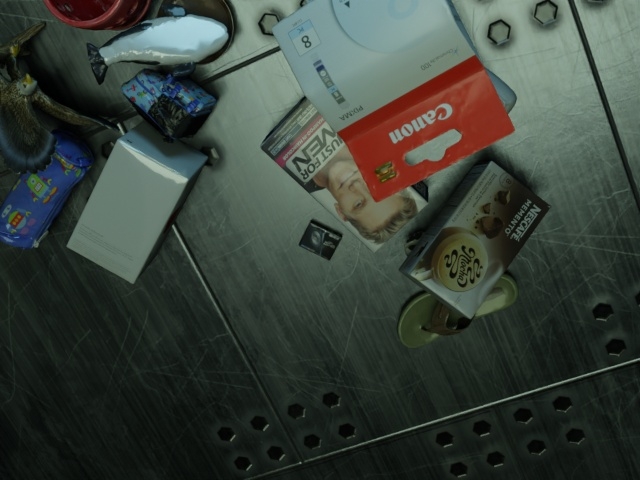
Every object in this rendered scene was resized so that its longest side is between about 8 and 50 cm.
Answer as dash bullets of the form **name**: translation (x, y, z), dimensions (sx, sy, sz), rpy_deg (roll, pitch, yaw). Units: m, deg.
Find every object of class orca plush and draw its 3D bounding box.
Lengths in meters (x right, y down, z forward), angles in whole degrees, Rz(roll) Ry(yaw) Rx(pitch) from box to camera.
- **orca plush**: translation (-0.334, -0.391, 1.689), dimensions (0.287, 0.102, 0.151), rpy_deg (-30, 92, -12)

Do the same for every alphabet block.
- **alphabet block**: translation (0.146, -0.297, 1.627), dimensions (0.193, 0.197, 0.192), rpy_deg (-44, 85, 22)

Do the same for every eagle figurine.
- **eagle figurine**: translation (-0.614, -0.290, 1.735), dimensions (0.226, 0.225, 0.298), rpy_deg (-35, 97, 8)

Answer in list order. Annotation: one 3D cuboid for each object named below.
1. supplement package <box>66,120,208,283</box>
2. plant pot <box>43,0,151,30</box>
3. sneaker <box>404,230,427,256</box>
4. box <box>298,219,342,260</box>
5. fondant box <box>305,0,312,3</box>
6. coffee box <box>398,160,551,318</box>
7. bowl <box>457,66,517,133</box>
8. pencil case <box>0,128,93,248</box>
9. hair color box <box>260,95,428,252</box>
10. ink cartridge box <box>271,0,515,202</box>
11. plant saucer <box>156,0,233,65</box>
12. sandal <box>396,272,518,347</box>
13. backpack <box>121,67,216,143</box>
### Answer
- **supplement package**: translation (-0.408, -0.088, 1.816), dimensions (0.175, 0.177, 0.293), rpy_deg (30, 113, -5)
- **plant pot**: translation (-0.441, -0.518, 1.636), dimensions (0.191, 0.174, 0.191), rpy_deg (2, 99, 14)
- **sneaker**: translation (0.274, 0.005, 1.839), dimensions (0.170, 0.068, 0.071), rpy_deg (-13, 142, 6)
- **box**: translation (0.000, 0.000, 1.885), dimensions (0.083, 0.018, 0.067), rpy_deg (27, 113, -4)
- **fondant box**: translation (0.062, -0.577, 1.543), dimensions (0.238, 0.096, 0.330), rpy_deg (-16, 98, 25)
- **coffee box**: translation (0.327, -0.004, 1.731), dimensions (0.168, 0.119, 0.297), rpy_deg (37, 88, -7)
- **bowl**: translation (0.328, -0.286, 1.710), dimensions (0.142, 0.053, 0.142), rpy_deg (37, 113, -7)
- **pencil case**: translation (-0.642, -0.108, 1.869), dimensions (0.133, 0.119, 0.306), rpy_deg (44, 112, 8)
- **hair color box**: translation (0.056, -0.157, 1.768), dimensions (0.347, 0.105, 0.174), rpy_deg (42, 111, -11)
- **ink cartridge box**: translation (0.129, -0.297, 1.478), dimensions (0.308, 0.091, 0.385), rpy_deg (-27, 90, 23)
- **plant saucer**: translation (-0.266, -0.461, 1.728), dimensions (0.168, 0.029, 0.168), rpy_deg (2, 112, 6)
- **sandal**: translation (0.311, 0.161, 1.873), dimensions (0.303, 0.086, 0.120), rpy_deg (-27, 106, 17)
- **backpack**: translation (-0.330, -0.306, 1.736), dimensions (0.173, 0.158, 0.117), rpy_deg (41, 107, 1)
